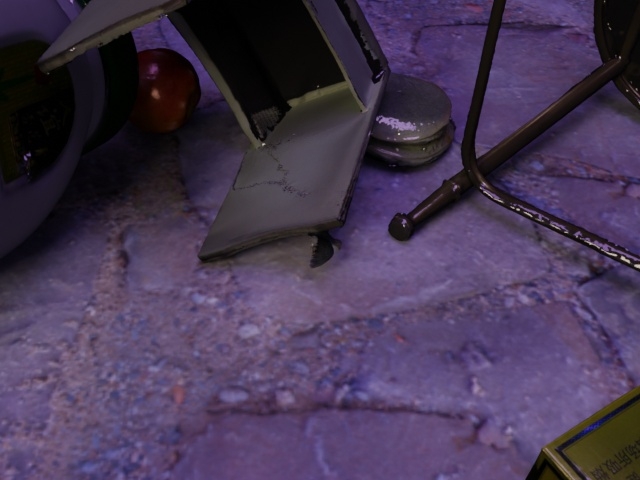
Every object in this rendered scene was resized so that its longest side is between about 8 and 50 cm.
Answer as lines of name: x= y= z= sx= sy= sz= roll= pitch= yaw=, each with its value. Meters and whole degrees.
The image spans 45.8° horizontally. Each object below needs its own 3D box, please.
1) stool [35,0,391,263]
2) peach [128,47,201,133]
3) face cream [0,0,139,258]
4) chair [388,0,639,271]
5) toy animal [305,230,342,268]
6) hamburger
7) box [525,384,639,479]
stool: x=-0.076 y=-0.168 z=0.725 sx=0.170 sy=0.243 sz=0.269 roll=-14 pitch=39 yaw=29
peach: x=-0.187 y=-0.172 z=0.860 sx=0.101 sy=0.100 sz=0.100 roll=2 pitch=46 yaw=-2
face cream: x=-0.335 y=-0.122 z=0.650 sx=0.219 sy=0.312 sz=0.357 roll=6 pitch=27 yaw=15
chair: x=0.344 y=-0.162 z=0.721 sx=0.362 sy=0.364 sz=0.410 roll=28 pitch=44 yaw=26
toy animal: x=-0.001 y=0.000 z=0.752 sx=0.028 sy=0.050 sz=0.084 roll=-30 pitch=48 yaw=23
hamburger: x=0.085 y=-0.141 z=0.872 sx=0.140 sy=0.062 sz=0.133 roll=13 pitch=43 yaw=11
box: x=0.278 y=0.216 z=0.547 sx=0.141 sy=0.064 sz=0.220 roll=-23 pitch=51 yaw=-24
